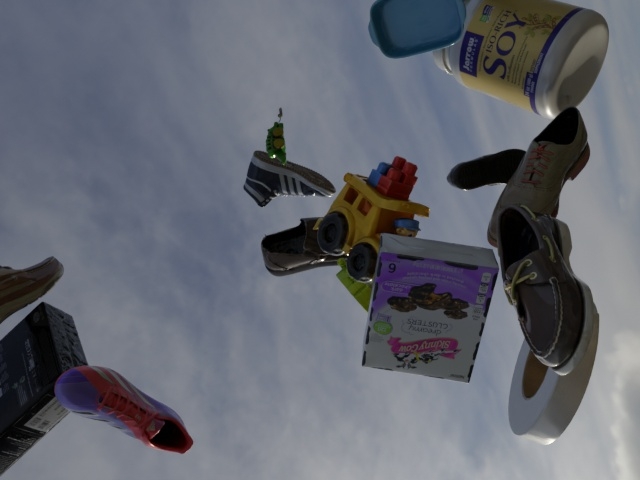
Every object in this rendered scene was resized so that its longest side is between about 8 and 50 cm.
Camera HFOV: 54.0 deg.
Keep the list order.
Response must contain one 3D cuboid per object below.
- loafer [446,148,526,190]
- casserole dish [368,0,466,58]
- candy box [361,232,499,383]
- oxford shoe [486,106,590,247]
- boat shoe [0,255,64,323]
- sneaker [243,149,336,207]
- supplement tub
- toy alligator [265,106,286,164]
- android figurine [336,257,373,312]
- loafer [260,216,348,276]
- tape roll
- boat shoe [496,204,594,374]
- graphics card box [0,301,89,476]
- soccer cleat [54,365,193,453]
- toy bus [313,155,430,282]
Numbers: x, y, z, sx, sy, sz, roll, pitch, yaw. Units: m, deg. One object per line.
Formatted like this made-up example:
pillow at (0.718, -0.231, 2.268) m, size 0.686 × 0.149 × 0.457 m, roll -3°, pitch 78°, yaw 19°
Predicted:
loafer at (0.378, -0.162, 1.414) m, size 0.220 × 0.078 × 0.080 m, roll -8°, pitch -81°, yaw -21°
casserole dish at (0.174, -0.393, 1.119) m, size 0.037 × 0.188 × 0.114 m, roll -47°, pitch -56°, yaw -46°
candy box at (0.154, 0.100, 0.918) m, size 0.070 × 0.165 × 0.196 m, roll -76°, pitch -6°, yaw -65°
oxford shoe at (0.426, -0.130, 1.254) m, size 0.348 × 0.123 × 0.130 m, roll -52°, pitch -40°, yaw -26°
boat shoe at (-0.646, 0.098, 1.261) m, size 0.116 × 0.123 × 0.324 m, roll 59°, pitch -156°, yaw -12°
sneaker at (-0.103, -0.161, 1.965) m, size 0.282 × 0.153 × 0.099 m, roll 22°, pitch -156°, yaw -11°
supplement tub at (0.450, -0.442, 1.444) m, size 0.241 × 0.331 × 0.241 m, roll -30°, pitch -43°, yaw -33°
toy alligator at (-0.122, -0.277, 1.673) m, size 0.056 × 0.051 × 0.189 m, roll 85°, pitch 179°, yaw -60°
android figurine at (0.129, 0.150, 1.508) m, size 0.056 × 0.248 × 0.273 m, roll -40°, pitch -67°, yaw 0°
loafer at (0.000, 0.000, 1.692) m, size 0.130 × 0.366 × 0.133 m, roll 52°, pitch -159°, yaw -55°
tape roll at (0.574, 0.309, 1.567) m, size 0.072 × 0.392 × 0.392 m, roll 19°, pitch -128°, yaw 6°
boat shoe at (0.316, 0.057, 0.923) m, size 0.097 × 0.116 × 0.324 m, roll 26°, pitch -143°, yaw -7°
graphics card box at (-0.644, 0.329, 1.280) m, size 0.094 × 0.371 × 0.233 m, roll 44°, pitch -176°, yaw -46°
soccer cleat at (-0.301, 0.269, 0.989) m, size 0.248 × 0.095 × 0.083 m, roll 47°, pitch -114°, yaw -41°
toy bus at (0.121, -0.038, 1.123) m, size 0.149 × 0.211 × 0.220 m, roll 11°, pitch -156°, yaw -40°
